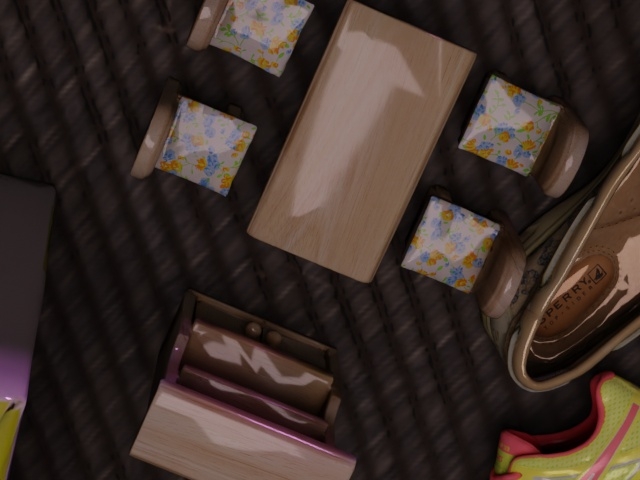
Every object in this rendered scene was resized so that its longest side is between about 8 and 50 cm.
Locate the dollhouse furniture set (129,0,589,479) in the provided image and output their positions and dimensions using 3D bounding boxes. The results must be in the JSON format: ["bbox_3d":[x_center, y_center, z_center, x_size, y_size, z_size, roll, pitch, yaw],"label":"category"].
[{"bbox_3d":[0.000,0.000,0.874,0.212,0.161,0.242,22,105,-8],"label":"dollhouse furniture set"}]

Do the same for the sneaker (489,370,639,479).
[{"bbox_3d":[0.124,0.157,0.975,0.208,0.081,0.094,-42,96,4],"label":"sneaker"}]

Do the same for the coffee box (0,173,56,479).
[{"bbox_3d":[-0.329,0.135,0.804,0.338,0.334,0.338,12,106,-10],"label":"coffee box"}]

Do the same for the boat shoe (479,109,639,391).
[{"bbox_3d":[0.205,-0.027,0.908,0.104,0.089,0.285,38,102,-11],"label":"boat shoe"}]
